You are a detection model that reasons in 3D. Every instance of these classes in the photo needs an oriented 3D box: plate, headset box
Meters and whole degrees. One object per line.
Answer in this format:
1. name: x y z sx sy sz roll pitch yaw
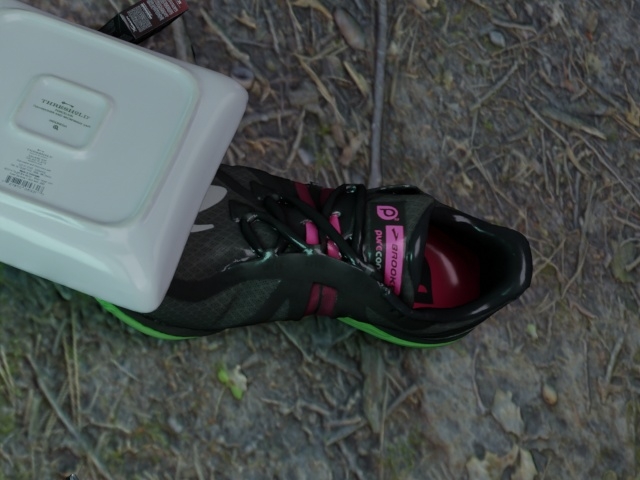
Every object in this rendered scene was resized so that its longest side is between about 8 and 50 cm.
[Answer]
1. plate: -0.224 -0.095 1.168 0.277 0.045 0.278 20 52 -1
2. headset box: -0.172 -0.215 1.323 0.083 0.062 0.032 -40 100 -35

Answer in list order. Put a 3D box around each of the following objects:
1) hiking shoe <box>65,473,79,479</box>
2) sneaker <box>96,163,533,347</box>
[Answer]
1. hiking shoe: -0.227 0.310 1.125 0.114 0.086 0.227 33 53 -6
2. sneaker: 0.000 0.000 1.287 0.482 0.202 0.185 4 73 -34
